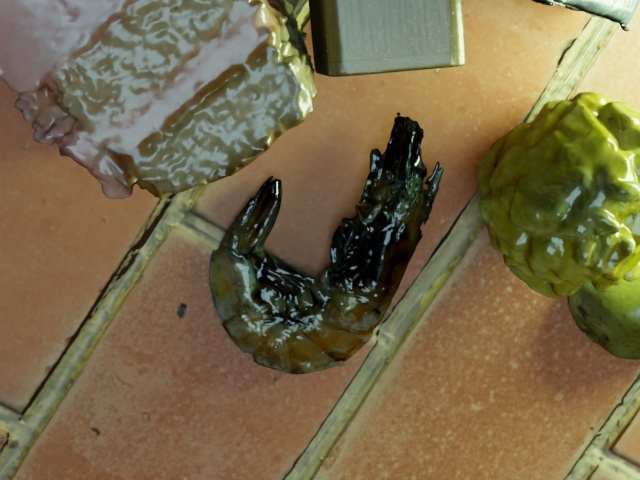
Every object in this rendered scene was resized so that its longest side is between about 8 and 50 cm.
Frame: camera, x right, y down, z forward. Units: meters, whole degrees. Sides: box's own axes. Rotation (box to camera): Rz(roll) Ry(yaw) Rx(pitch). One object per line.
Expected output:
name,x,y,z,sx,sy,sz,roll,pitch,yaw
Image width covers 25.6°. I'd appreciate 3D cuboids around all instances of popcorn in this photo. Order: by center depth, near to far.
popcorn,0.316,-0.049,1.688,0.249,0.249,0.225,-49,138,8

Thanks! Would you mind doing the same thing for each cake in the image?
cake,-0.191,-0.226,1.490,0.293,0.314,0.307,-35,111,5

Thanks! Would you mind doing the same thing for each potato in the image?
potato,0.464,0.067,1.795,0.272,0.111,0.160,-27,108,-1

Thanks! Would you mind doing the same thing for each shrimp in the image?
shrimp,0.000,0.000,1.724,0.233,0.071,0.365,20,109,-9

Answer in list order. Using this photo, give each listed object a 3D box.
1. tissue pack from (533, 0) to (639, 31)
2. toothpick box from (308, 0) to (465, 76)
tissue pack,0.323,-0.427,1.549,0.259,0.122,0.361,1,112,-51
toothpick box,0.063,-0.339,1.530,0.188,0.190,0.308,-6,99,-9
